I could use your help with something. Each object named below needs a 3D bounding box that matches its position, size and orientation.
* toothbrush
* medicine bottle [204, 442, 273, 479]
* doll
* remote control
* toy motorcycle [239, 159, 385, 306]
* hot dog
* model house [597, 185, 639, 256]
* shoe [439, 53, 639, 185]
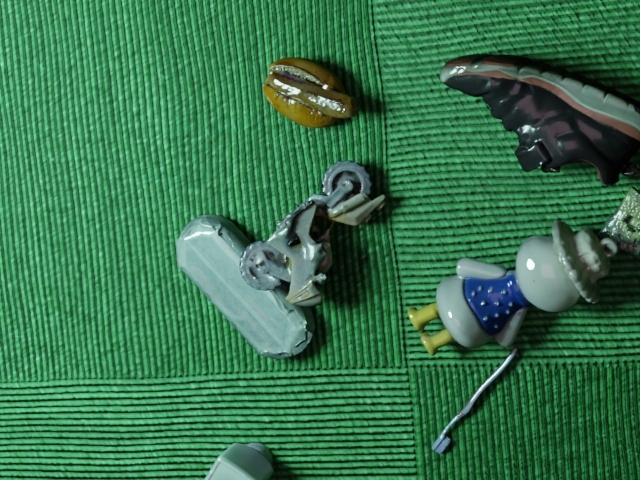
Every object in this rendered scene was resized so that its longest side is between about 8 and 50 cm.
[{"bbox_3d":[0.216,0.222,1.578,0.019,0.013,0.193,36,105,2],"label":"toothbrush"},{"bbox_3d":[-0.110,0.331,1.624,0.074,0.118,0.055,32,104,8],"label":"medicine bottle"},{"bbox_3d":[0.257,0.064,1.501,0.293,0.119,0.138,-28,97,22],"label":"doll"},{"bbox_3d":[-0.110,0.068,1.628,0.247,0.052,0.104,46,107,2],"label":"remote control"},{"bbox_3d":[0.000,0.000,1.573,0.229,0.094,0.130,-44,91,2],"label":"toy motorcycle"},{"bbox_3d":[-0.015,-0.199,1.563,0.140,0.060,0.090,32,108,5],"label":"hot dog"},{"bbox_3d":[0.412,-0.016,1.468,0.079,0.066,0.083,36,106,10],"label":"model house"},{"bbox_3d":[0.288,-0.155,1.467,0.291,0.114,0.137,22,107,8],"label":"shoe"}]
